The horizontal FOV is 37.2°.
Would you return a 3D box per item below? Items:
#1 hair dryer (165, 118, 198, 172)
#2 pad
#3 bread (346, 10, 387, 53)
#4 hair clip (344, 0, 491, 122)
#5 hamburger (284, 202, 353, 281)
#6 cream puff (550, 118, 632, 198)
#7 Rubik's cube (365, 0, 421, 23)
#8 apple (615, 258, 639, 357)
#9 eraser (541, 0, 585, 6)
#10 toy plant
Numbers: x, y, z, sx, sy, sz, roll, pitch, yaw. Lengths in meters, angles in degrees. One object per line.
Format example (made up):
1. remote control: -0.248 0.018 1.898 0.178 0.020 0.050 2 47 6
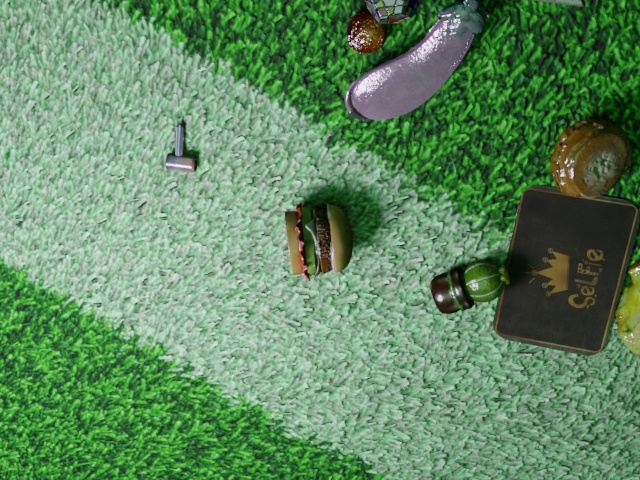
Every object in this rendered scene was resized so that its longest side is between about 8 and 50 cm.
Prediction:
1. hair dryer: -0.294 -0.203 2.029 0.063 0.037 0.114 7 109 7
2. pad: 0.536 0.086 1.964 0.314 0.063 0.375 9 117 8
3. bread: 0.088 -0.401 1.835 0.085 0.053 0.085 5 116 10
4. hair clip: 0.190 -0.341 1.835 0.358 0.110 0.096 -44 59 30
5. hamburger: 0.000 0.000 1.995 0.136 0.175 0.175 -6 114 0
6. cream puff: 0.512 -0.160 1.818 0.165 0.115 0.150 -35 119 3
7. Rubik's cube: 0.134 -0.458 1.776 0.111 0.093 0.111 6 117 11
8. apple: 0.702 0.141 1.854 0.246 0.226 0.246 1 110 2
9. eraser: 0.304 -0.487 1.714 0.352 0.111 0.077 10 119 8
10. toy plant: 0.317 0.094 2.002 0.162 0.093 0.093 -22 108 18
